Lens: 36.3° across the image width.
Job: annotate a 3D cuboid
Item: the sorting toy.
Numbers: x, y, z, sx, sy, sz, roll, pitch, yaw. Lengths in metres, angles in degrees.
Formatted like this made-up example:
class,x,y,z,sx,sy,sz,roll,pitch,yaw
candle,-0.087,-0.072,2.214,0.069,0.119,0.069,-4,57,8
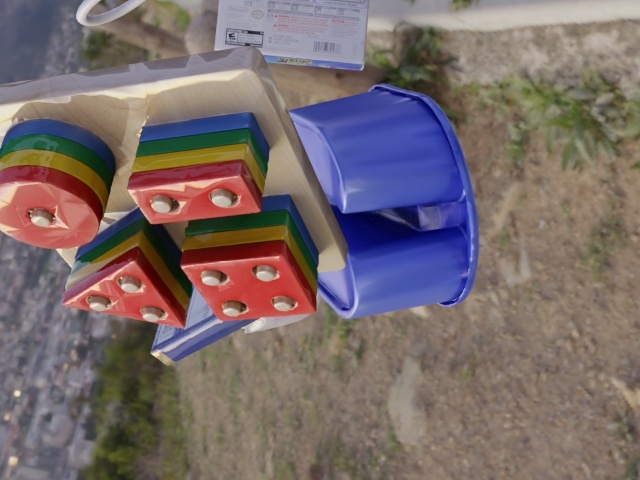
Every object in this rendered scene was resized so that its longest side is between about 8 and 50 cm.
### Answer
class,x,y,z,sx,sy,sz,roll,pitch,yaw
sorting toy,-0.134,-0.018,0.794,0.257,0.255,0.089,64,-155,-51

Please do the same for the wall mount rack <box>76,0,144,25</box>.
class,x,y,z,sx,sy,sz,roll,pitch,yaw
wall mount rack,-0.195,-0.398,1.139,0.350,0.130,0.304,-31,-1,16

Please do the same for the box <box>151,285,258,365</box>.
class,x,y,z,sx,sy,sz,roll,pitch,yaw
box,-0.101,0.051,1.163,0.225,0.036,0.136,-30,32,30

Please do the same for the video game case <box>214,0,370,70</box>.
class,x,y,z,sx,sy,sz,roll,pitch,yaw
video game case,-0.046,-0.443,1.760,0.061,0.269,0.244,127,149,-86

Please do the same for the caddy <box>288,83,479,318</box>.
class,x,y,z,sx,sy,sz,roll,pitch,yaw
caddy,0.073,-0.051,1.127,0.341,0.179,0.241,-139,41,-68

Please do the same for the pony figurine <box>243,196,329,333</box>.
class,x,y,z,sx,sy,sz,roll,pitch,yaw
pony figurine,0.000,0.000,1.523,0.363,0.351,0.302,-155,61,-76
